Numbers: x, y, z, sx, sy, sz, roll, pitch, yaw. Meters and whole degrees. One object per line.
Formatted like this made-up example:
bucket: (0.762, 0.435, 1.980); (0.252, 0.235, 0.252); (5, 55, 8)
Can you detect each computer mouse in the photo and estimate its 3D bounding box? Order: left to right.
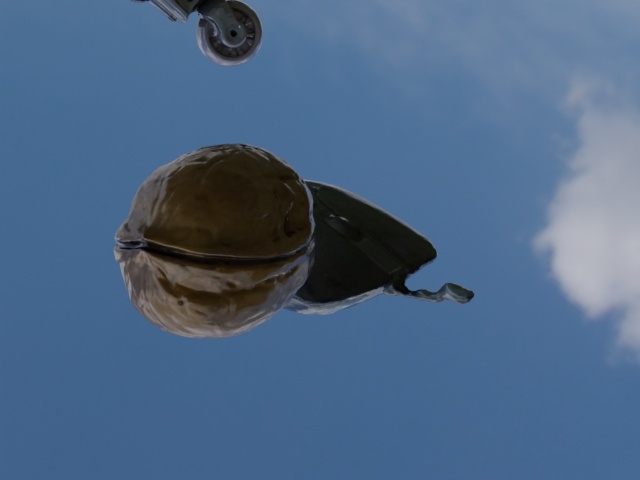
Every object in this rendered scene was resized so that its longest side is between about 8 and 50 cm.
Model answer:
computer mouse: (0.000, 0.000, 1.423); (0.167, 0.090, 0.379); (-29, -153, -35)

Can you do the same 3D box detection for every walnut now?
walnut: (-0.077, 0.001, 1.158); (0.144, 0.144, 0.180); (43, -156, 14)

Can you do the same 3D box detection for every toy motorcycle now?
toy motorcycle: (-0.158, -0.289, 1.641); (0.254, 0.112, 0.112); (38, -147, -13)
